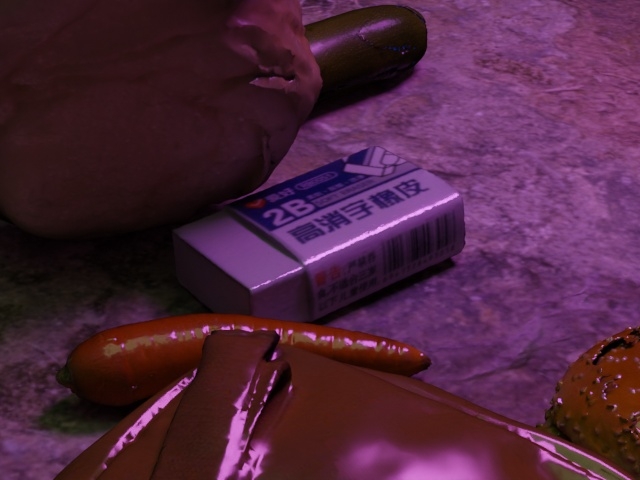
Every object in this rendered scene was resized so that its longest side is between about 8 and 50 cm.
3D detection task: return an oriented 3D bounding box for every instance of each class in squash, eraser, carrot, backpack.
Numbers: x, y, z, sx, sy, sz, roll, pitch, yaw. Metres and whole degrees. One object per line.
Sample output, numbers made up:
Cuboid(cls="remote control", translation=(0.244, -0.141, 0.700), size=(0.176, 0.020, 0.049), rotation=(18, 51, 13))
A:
Cuboid(cls="squash", translation=(-0.020, -0.166, 1.417), size=(0.331, 0.087, 0.087), rotation=(-24, 39, -29))
Cuboid(cls="eraser", translation=(0.000, 0.000, 1.168), size=(0.210, 0.068, 0.124), rotation=(-23, 37, -28))
Cuboid(cls="carrot", translation=(-0.057, 0.082, 1.055), size=(0.271, 0.062, 0.066), rotation=(-4, -1, -11))
Cuboid(cls="backpack", translation=(-0.009, 0.213, 0.709), size=(0.353, 0.201, 0.378), rotation=(22, 37, 30))

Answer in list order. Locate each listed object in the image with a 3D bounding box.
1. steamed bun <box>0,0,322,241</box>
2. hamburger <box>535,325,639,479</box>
Cuboid(cls="steamed bun", translation=(-0.165, -0.171, 1.156), size=(0.325, 0.372, 0.230), rotation=(-12, 53, -2))
Cuboid(cls="hamburger", translation=(0.241, 0.134, 0.906), size=(0.182, 0.118, 0.191), rotation=(-23, 42, -25))
